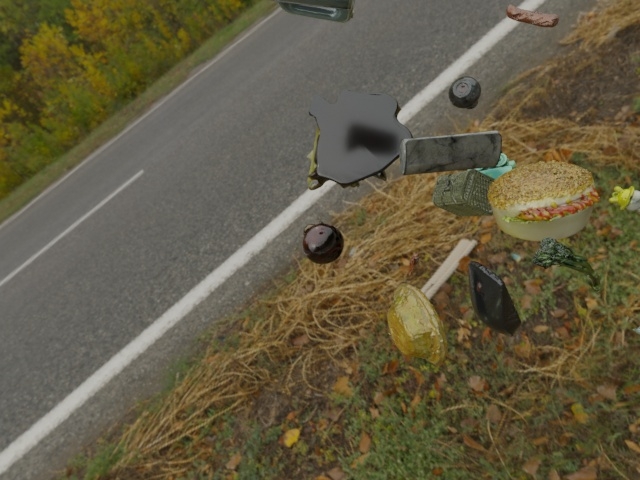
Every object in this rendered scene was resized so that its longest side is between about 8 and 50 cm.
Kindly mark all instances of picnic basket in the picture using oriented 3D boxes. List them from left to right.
[{"bbox_3d":[0.518,-0.172,1.630,0.196,0.154,0.134,-172,100,-73],"label":"picnic basket"}]

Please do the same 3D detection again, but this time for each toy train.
[{"bbox_3d":[0.743,-0.283,1.956,0.203,0.112,0.162,-9,65,29],"label":"toy train"}]

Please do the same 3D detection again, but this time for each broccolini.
[{"bbox_3d":[0.408,0.048,0.710,0.052,0.194,0.054,2,68,60],"label":"broccolini"}]

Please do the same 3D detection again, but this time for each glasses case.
[{"bbox_3d":[0.394,-0.266,1.368,0.300,0.114,0.060,-7,25,-5],"label":"glasses case"}]

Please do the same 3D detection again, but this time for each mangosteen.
[{"bbox_3d":[0.000,0.000,1.285,0.140,0.140,0.140,-25,34,18],"label":"mangosteen"}]

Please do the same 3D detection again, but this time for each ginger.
[{"bbox_3d":[0.121,-0.365,1.651,0.414,0.358,0.211,-15,-3,12],"label":"ginger"}]

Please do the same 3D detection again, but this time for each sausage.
[{"bbox_3d":[0.622,-0.662,1.329,0.158,0.036,0.042,32,78,27],"label":"sausage"}]

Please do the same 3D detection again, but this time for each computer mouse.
[{"bbox_3d":[0.545,0.201,1.457,0.087,0.295,0.168,-34,31,-5],"label":"computer mouse"}]

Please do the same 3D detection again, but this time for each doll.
[{"bbox_3d":[1.185,-0.131,1.633,0.241,0.135,0.098,21,43,12],"label":"doll"}]

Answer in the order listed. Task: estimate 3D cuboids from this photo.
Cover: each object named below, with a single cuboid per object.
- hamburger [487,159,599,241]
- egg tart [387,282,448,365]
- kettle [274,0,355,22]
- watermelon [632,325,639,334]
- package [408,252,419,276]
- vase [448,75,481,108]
[{"bbox_3d":[0.625,-0.127,1.277,0.276,0.179,0.294,-18,27,-1],"label":"hamburger"},{"bbox_3d":[0.333,0.316,1.635,0.128,0.318,0.319,-21,29,-16],"label":"egg tart"},{"bbox_3d":[-0.043,-0.525,0.895,0.210,0.243,0.159,108,177,-74],"label":"kettle"},{"bbox_3d":[0.985,0.227,1.248,0.187,0.139,0.071,-24,49,14],"label":"watermelon"},{"bbox_3d":[0.391,0.094,1.897,0.077,0.033,0.110,-57,-3,39],"label":"package"},{"bbox_3d":[0.571,-0.564,1.753,0.120,0.183,0.120,-1,89,29],"label":"vase"}]
